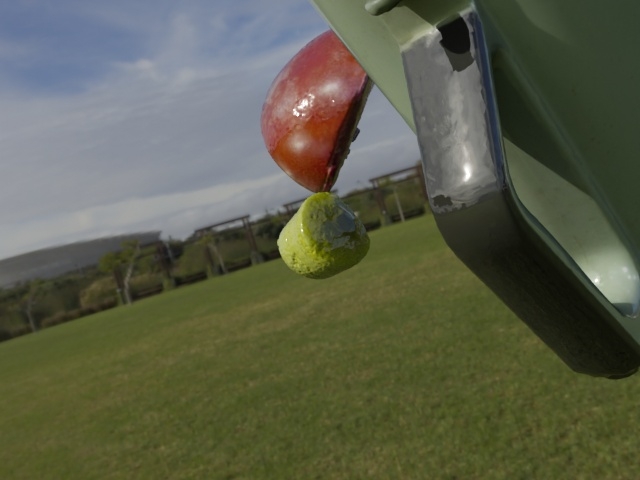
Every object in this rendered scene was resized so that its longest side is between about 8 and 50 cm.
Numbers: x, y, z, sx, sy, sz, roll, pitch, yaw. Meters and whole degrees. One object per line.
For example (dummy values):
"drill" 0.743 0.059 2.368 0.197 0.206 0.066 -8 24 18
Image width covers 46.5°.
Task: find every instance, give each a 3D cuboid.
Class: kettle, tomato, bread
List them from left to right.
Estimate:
"bread" 0.000 0.000 1.180 0.111 0.129 0.114 -29 -8 -39
"tomato" 0.002 -0.259 1.310 0.289 0.176 0.335 114 180 -49
"kettle" 0.162 -0.116 0.573 0.250 0.376 0.361 -22 31 35
